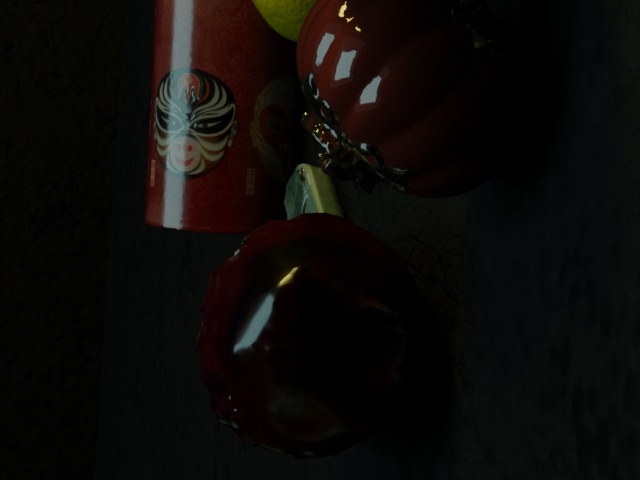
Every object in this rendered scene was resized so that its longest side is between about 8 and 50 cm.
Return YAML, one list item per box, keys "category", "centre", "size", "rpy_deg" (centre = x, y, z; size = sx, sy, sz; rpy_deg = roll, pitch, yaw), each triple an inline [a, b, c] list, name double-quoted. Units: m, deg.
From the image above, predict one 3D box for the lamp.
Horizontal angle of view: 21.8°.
- category: "lamp"
  centre: [0.076, -0.135, 1.503]
  size: [0.227, 0.227, 0.227]
  rpy_deg: [-178, 90, -74]

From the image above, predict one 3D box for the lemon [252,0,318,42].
- category: "lemon"
  centre: [0.002, -0.308, 1.860]
  size: [0.178, 0.178, 0.203]
  rpy_deg: [-152, 53, -72]

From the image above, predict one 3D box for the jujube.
- category: "jujube"
  centre: [-0.016, 0.105, 1.778]
  size: [0.376, 0.258, 0.258]
  rpy_deg: [121, 149, -80]

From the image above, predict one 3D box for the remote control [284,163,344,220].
- category: "remote control"
  centre: [0.000, 0.000, 2.052]
  size: [0.247, 0.052, 0.104]
  rpy_deg: [-106, 25, -48]

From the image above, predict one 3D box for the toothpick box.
- category: "toothpick box"
  centre: [-0.133, -0.184, 2.267]
  size: [0.204, 0.204, 0.333]
  rpy_deg: [-155, 69, -73]
